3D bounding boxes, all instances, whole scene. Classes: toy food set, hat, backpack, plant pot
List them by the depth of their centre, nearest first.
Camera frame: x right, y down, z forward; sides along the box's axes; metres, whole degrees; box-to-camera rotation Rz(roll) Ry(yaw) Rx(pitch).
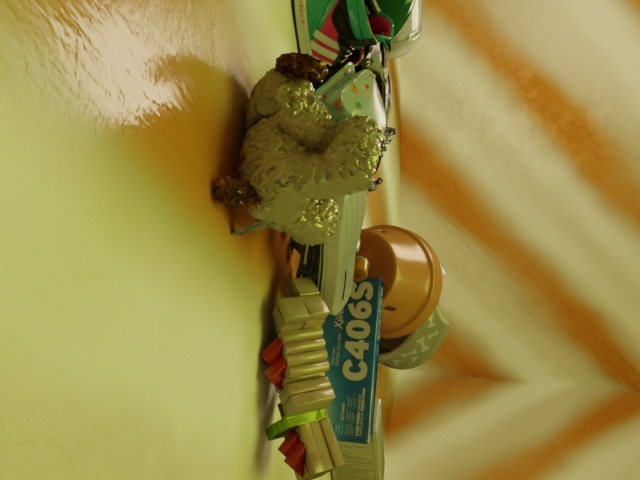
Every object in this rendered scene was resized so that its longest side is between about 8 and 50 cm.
[{"bbox_3d":[0.042,-0.223,1.176,0.165,0.145,0.188,-53,135,-42],"label":"backpack"},{"bbox_3d":[0.013,-0.023,1.243,0.232,0.111,0.104,49,33,-28],"label":"toy food set"},{"bbox_3d":[0.203,-0.535,1.344,0.208,0.184,0.172,59,23,-45],"label":"hat"},{"bbox_3d":[0.129,0.090,1.528,0.203,0.291,0.290,21,71,-60],"label":"plant pot"}]

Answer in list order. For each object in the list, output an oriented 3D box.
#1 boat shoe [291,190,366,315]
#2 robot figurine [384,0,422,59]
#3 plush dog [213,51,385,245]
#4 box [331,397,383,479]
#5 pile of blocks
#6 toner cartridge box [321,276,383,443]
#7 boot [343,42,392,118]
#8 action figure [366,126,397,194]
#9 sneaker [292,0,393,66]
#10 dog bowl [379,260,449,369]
[{"bbox_3d":[0.000,0.000,1.111,0.121,0.119,0.335,-51,156,-47],"label":"boat shoe"},{"bbox_3d":[0.175,-0.644,1.688,0.300,0.200,0.353,-48,145,-35],"label":"robot figurine"},{"bbox_3d":[-0.052,-0.141,0.896,0.262,0.211,0.225,125,-36,-55],"label":"plush dog"},{"bbox_3d":[0.104,0.587,1.769,0.121,0.148,0.310,-74,164,-51],"label":"box"},{"bbox_3d":[-0.059,0.249,1.090,0.113,0.149,0.361,-2,84,-35],"label":"pile of blocks"},{"bbox_3d":[0.041,0.250,1.347,0.075,0.165,0.347,49,45,-71],"label":"toner cartridge box"},{"bbox_3d":[0.081,-0.426,1.445,0.284,0.138,0.376,-58,145,-69],"label":"boot"},{"bbox_3d":[0.164,-0.259,1.978,0.285,0.099,0.185,-66,168,-49],"label":"action figure"},{"bbox_3d":[0.055,-0.387,1.232,0.295,0.179,0.123,79,18,-48],"label":"sneaker"},{"bbox_3d":[0.191,0.175,1.704,0.102,0.349,0.348,13,78,-41],"label":"dog bowl"}]
